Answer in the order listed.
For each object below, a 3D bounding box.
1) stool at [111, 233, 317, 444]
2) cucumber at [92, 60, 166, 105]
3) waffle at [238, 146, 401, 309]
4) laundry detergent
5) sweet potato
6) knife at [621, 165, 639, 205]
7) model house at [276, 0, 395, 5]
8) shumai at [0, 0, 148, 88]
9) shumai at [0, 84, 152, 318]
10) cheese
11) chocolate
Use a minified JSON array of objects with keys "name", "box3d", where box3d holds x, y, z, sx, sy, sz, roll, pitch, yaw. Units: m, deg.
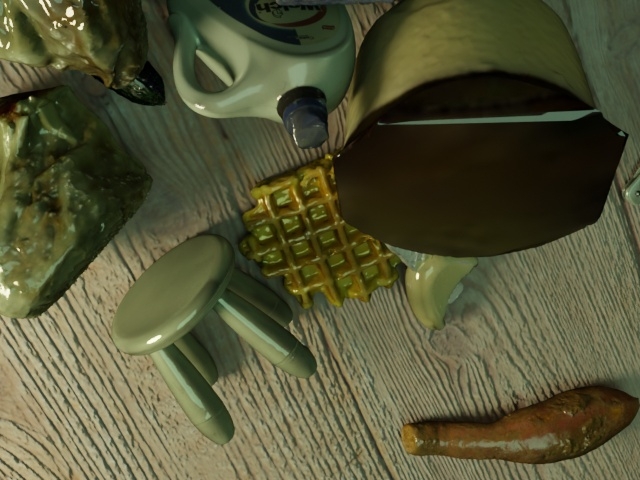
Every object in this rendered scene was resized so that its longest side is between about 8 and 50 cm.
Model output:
[{"name":"stool","box3d":[-0.142,0.125,1.230,0.195,0.195,0.198,-38,115,3]},{"name":"cucumber","box3d":[-0.289,-0.240,1.129,0.245,0.067,0.067,30,101,-23]},{"name":"waffle","box3d":[0.000,0.000,1.290,0.219,0.057,0.229,-21,115,-4]},{"name":"laundry detergent","box3d":[-0.063,-0.210,1.070,0.215,0.280,0.105,-9,144,-11]},{"name":"sweet potato","box3d":[0.321,0.302,1.460,0.385,0.109,0.109,-10,112,-9]},{"name":"knife","box3d":[0.501,-0.125,1.379,0.044,0.023,0.162,30,101,-24]},{"name":"model house","box3d":[0.010,-0.336,1.004,0.167,0.182,0.172,-3,153,2]},{"name":"shumai","box3d":[-0.336,-0.301,0.986,0.264,0.309,0.304,-9,157,-5]},{"name":"shumai","box3d":[-0.352,-0.042,1.112,0.222,0.225,0.260,38,59,-12]},{"name":"cheese","box3d":[0.146,0.035,1.306,0.127,0.050,0.235,-49,138,0]},{"name":"chocolate","box3d":[0.172,-0.167,1.128,0.314,0.296,0.326,-5,155,6]}]
